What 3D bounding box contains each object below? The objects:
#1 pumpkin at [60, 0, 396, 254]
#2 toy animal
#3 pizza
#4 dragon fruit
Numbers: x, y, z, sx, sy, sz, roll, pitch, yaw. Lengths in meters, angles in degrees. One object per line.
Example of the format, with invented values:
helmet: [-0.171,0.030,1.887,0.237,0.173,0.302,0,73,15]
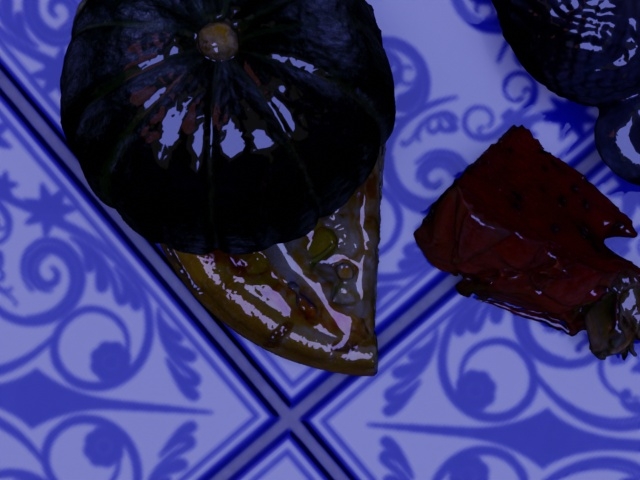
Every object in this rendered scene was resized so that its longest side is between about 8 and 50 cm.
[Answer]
pumpkin: [-0.059,-0.098,1.239,0.220,0.162,0.220,-1,72,3]
toy animal: [0.195,-0.177,1.274,0.185,0.122,0.298,-42,89,-1]
pizza: [0.000,0.000,1.313,0.176,0.036,0.185,-44,91,-1]
dragon fruit: [0.161,0.017,1.312,0.192,0.122,0.092,30,129,-4]
